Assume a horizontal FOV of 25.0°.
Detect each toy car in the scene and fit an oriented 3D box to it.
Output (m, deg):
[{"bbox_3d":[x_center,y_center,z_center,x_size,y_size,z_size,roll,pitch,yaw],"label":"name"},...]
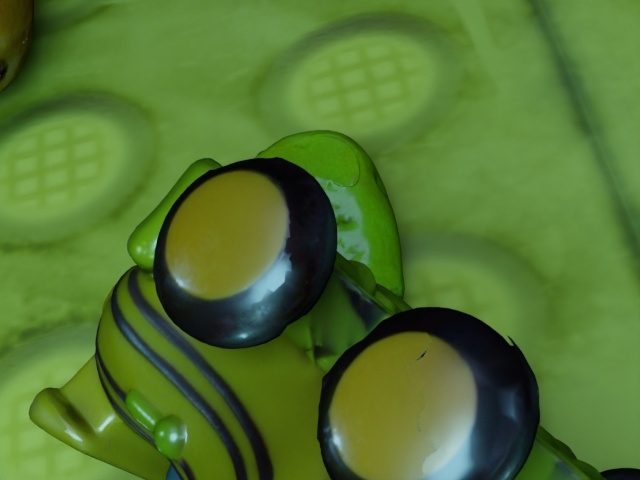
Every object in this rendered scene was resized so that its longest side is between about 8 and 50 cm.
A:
[{"bbox_3d":[0.015,0.087,0.462,0.142,0.200,0.248,-50,50,1],"label":"toy car"}]

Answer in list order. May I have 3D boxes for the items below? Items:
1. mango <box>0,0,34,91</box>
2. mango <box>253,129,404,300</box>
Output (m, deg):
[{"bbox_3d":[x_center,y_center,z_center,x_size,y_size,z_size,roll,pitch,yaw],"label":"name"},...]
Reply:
[{"bbox_3d":[-0.232,-0.165,0.774,0.113,0.138,0.253,-32,45,-16],"label":"mango"},{"bbox_3d":[0.000,0.000,0.619,0.073,0.056,0.108,-29,50,-3],"label":"mango"}]
